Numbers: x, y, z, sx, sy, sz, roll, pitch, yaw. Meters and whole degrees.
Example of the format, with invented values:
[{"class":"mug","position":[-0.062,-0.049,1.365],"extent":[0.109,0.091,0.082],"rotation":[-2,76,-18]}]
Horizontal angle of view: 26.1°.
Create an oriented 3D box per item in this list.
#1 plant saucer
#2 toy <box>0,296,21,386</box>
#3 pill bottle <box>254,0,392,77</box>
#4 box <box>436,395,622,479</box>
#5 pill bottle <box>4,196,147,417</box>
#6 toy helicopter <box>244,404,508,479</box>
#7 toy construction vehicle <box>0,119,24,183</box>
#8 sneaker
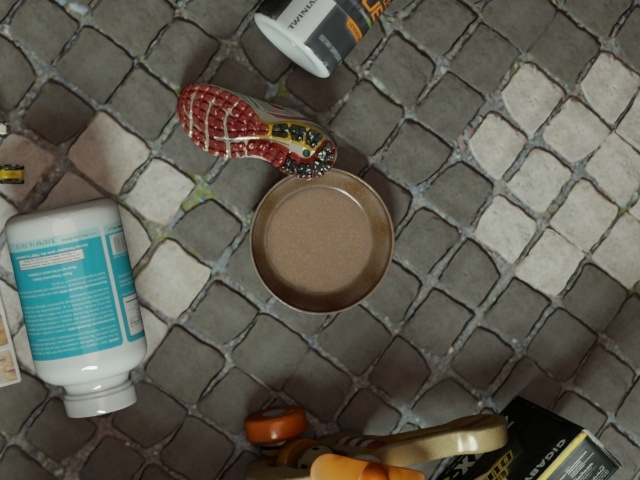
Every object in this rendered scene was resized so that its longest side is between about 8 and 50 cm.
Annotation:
[{"class":"plant saucer","position":[0.000,0.000,1.858],"extent":[0.198,0.036,0.199],"rotation":[0,92,-11]},{"class":"toy","position":[-0.476,0.085,1.757],"extent":[0.137,0.056,0.237],"rotation":[-14,95,-12]},{"class":"pill bottle","position":[0.036,-0.344,1.801],"extent":[0.130,0.130,0.246],"rotation":[40,85,-10]},{"class":"box","position":[0.215,0.360,1.806],"extent":[0.322,0.257,0.079],"rotation":[-45,99,-5]},{"class":"pill bottle","position":[-0.303,0.085,1.746],"extent":[0.146,0.146,0.264],"rotation":[-12,94,-10]},{"class":"toy helicopter","position":[0.079,0.278,1.786],"extent":[0.355,0.235,0.140],"rotation":[-11,94,-11]},{"class":"toy construction vehicle","position":[-0.431,-0.114,1.772],"extent":[0.098,0.035,0.086],"rotation":[-2,104,-9]},{"class":"sneaker","position":[-0.084,-0.144,1.818],"extent":[0.225,0.093,0.088],"rotation":[24,108,3]}]
